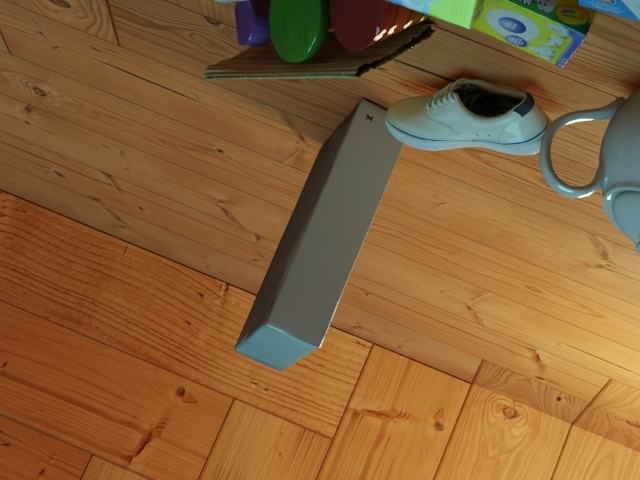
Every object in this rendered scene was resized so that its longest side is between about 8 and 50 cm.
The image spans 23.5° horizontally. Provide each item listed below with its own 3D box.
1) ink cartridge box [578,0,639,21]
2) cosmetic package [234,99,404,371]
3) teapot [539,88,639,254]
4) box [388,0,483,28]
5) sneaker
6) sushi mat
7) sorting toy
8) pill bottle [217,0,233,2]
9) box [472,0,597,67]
[{"bbox_3d":[0.328,-0.293,1.514,0.139,0.082,0.191,19,165,18],"label":"ink cartridge box"},{"bbox_3d":[0.000,0.000,2.368,0.097,0.377,0.284,24,165,-5],"label":"cosmetic package"},{"bbox_3d":[0.431,-0.059,1.867,0.256,0.187,0.252,13,151,49],"label":"teapot"},{"bbox_3d":[0.103,-0.319,1.732,0.178,0.042,0.109,21,129,12],"label":"box"},{"bbox_3d":[0.193,-0.180,2.085,0.258,0.094,0.091,6,138,36],"label":"sneaker"},{"bbox_3d":[-0.006,-0.249,2.038,0.316,0.151,0.019,5,120,48],"label":"sushi mat"},{"bbox_3d":[0.027,-0.291,1.969,0.126,0.127,0.365,-1,-178,-32],"label":"sorting toy"},{"bbox_3d":[-0.090,-0.351,1.870,0.108,0.108,0.180,29,163,-18],"label":"pill bottle"},{"bbox_3d":[0.223,-0.272,1.800,0.179,0.043,0.105,26,164,0],"label":"box"}]
